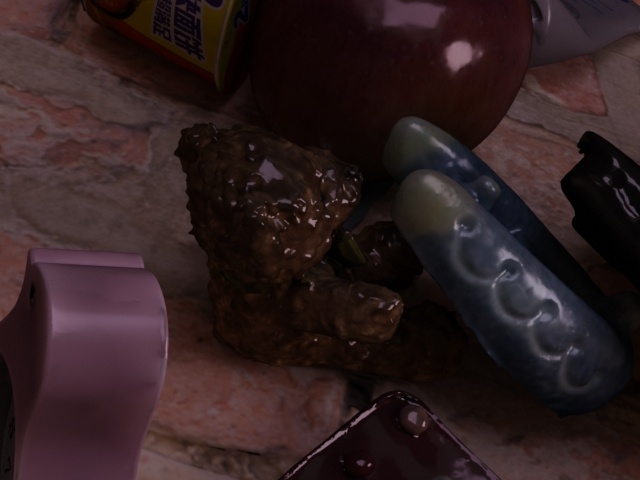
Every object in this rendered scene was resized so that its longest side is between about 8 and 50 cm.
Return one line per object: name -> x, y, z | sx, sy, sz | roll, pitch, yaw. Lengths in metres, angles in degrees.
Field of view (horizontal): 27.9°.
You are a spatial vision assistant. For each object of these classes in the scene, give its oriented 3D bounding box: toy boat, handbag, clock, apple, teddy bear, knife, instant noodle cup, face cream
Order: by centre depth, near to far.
clock -> -0.172, 0.173, 0.834 | 0.080, 0.275, 0.290 | 5, 49, -28
handbag -> 0.072, 0.241, 1.033 | 0.216, 0.074, 0.203 | 43, 45, 17
teddy bear -> 0.009, -0.002, 1.133 | 0.296, 0.222, 0.246 | -2, 47, -29
toy boat -> 0.187, 0.020, 1.171 | 0.330, 0.123, 0.215 | 49, 14, -20
apple -> 0.071, -0.195, 1.341 | 0.306, 0.235, 0.305 | 8, 38, -6
knife -> 0.058, -0.054, 1.363 | 0.028, 0.015, 0.210 | 28, 41, 11
instant noodle cup -> -0.141, -0.281, 1.363 | 0.174, 0.213, 0.213 | 22, 42, 7
face cream -> 0.296, -0.319, 1.696 | 0.235, 0.137, 0.420 | 40, 32, 16

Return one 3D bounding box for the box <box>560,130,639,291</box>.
box -> 0.377, 0.061, 1.228 | 0.359, 0.091, 0.350 | 49, 12, 19
